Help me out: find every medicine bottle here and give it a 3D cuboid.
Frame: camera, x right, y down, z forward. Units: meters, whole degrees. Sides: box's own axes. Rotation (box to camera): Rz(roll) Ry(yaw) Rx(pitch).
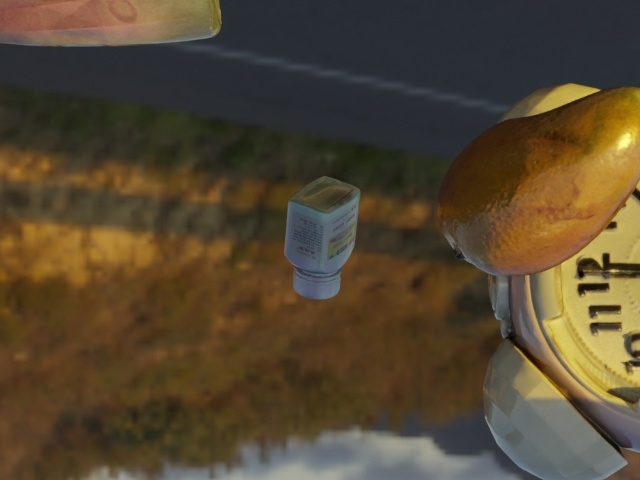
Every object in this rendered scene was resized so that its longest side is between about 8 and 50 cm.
[{"bbox_3d":[0.000,0.000,1.911,0.055,0.118,0.074,21,-148,24],"label":"medicine bottle"}]

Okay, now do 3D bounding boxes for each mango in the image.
[{"bbox_3d":[0.143,-0.034,1.145,0.089,0.115,0.165,40,147,-23],"label":"mango"}]

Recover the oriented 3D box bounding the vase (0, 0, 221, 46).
[{"bbox_3d":[-0.173,-0.152,1.121,0.214,0.086,0.086,-9,177,2],"label":"vase"}]

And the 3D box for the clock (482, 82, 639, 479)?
[{"bbox_3d":[0.299,0.034,1.528,0.326,0.342,0.184,-1,167,7],"label":"clock"}]
